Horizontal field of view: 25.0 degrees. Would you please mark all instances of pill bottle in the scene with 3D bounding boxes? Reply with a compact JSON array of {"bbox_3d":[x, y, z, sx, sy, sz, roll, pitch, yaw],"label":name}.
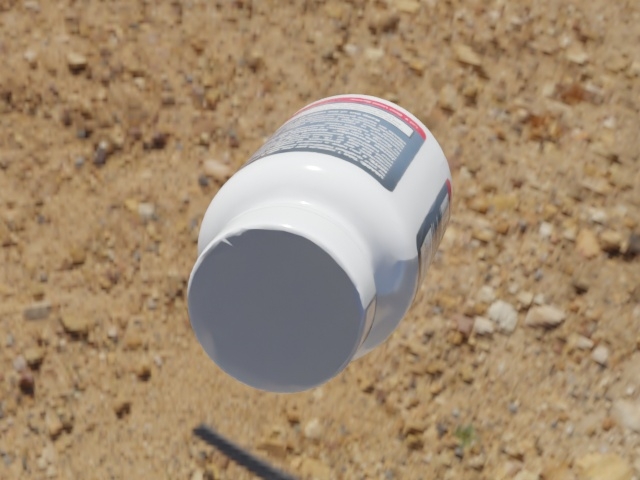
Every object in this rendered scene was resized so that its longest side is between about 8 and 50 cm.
[{"bbox_3d":[0.000,0.000,0.706,0.108,0.108,0.180,20,23,7],"label":"pill bottle"}]
